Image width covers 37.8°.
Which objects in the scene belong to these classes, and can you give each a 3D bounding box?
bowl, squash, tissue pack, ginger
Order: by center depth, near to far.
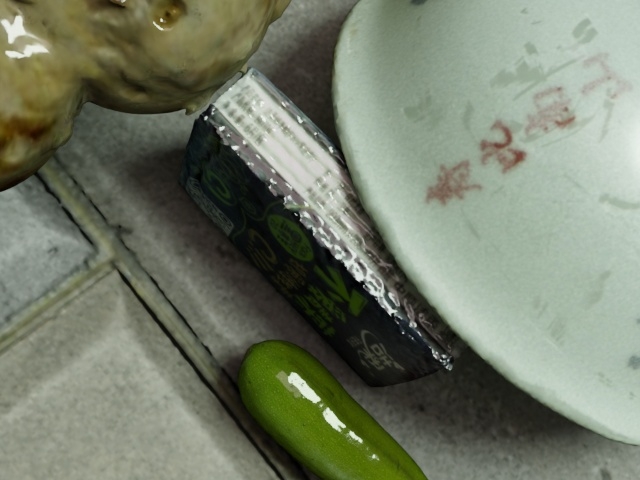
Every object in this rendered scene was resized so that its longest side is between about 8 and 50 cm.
[{"bbox_3d":[-0.167,-0.132,0.584,0.375,0.256,0.176,-33,101,-14],"label":"ginger"},{"bbox_3d":[0.241,-0.092,0.661,0.434,0.196,0.435,20,49,-24],"label":"bowl"},{"bbox_3d":[0.000,0.000,0.678,0.235,0.173,0.073,45,72,0],"label":"tissue pack"},{"bbox_3d":[0.016,0.151,0.707,0.201,0.066,0.066,44,71,-8],"label":"squash"}]
